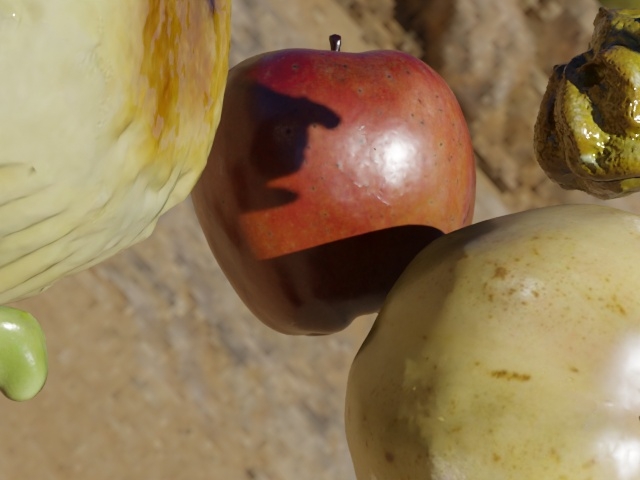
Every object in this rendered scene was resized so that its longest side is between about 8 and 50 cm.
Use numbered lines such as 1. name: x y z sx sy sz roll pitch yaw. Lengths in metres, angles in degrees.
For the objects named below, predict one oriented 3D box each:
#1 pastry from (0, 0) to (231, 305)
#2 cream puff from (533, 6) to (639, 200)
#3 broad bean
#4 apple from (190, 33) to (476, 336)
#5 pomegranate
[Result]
1. pastry: -0.218 -0.153 1.064 0.388 0.312 0.389 -1 90 -77
2. cream puff: 0.332 -0.135 2.003 0.244 0.244 0.196 20 73 -65
3. broad bean: -0.236 0.083 1.508 0.083 0.063 0.045 56 -1 -30
4. apple: 0.013 -0.044 1.524 0.234 0.234 0.234 45 12 -13
5. pomegranate: 0.175 0.120 1.324 0.319 0.319 0.319 45 12 -13
